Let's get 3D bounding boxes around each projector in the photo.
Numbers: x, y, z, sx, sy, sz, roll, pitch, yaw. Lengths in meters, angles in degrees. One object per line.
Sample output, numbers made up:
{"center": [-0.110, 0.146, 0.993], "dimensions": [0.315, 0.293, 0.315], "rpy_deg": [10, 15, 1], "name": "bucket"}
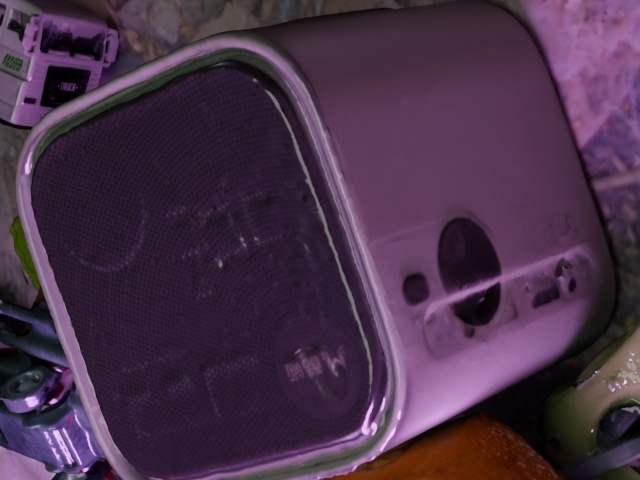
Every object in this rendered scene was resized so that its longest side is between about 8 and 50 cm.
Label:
{"center": [0.000, 0.000, 0.933], "dimensions": [0.248, 0.249, 0.248], "rpy_deg": [-19, 89, 39], "name": "projector"}

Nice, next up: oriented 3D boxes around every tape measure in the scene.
{"center": [0.213, 0.114, 0.903], "dimensions": [0.154, 0.087, 0.177], "rpy_deg": [49, 127, 10], "name": "tape measure"}

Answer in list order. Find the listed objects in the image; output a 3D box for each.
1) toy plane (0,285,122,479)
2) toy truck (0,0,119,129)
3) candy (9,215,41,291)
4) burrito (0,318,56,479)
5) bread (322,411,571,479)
{"center": [-0.214, 0.119, 1.112], "dimensions": [0.326, 0.104, 0.223], "rpy_deg": [0, 124, 33], "name": "toy plane"}
{"center": [-0.276, -0.170, 1.198], "dimensions": [0.242, 0.101, 0.125], "rpy_deg": [26, 103, 33], "name": "toy truck"}
{"center": [-0.155, 0.050, 1.163], "dimensions": [0.097, 0.097, 0.209], "rpy_deg": [-33, 88, 37], "name": "candy"}
{"center": [-0.210, 0.182, 1.227], "dimensions": [0.445, 0.101, 0.139], "rpy_deg": [34, 117, 26], "name": "burrito"}
{"center": [0.108, 0.277, 0.958], "dimensions": [0.337, 0.148, 0.328], "rpy_deg": [45, 128, 5], "name": "bread"}
